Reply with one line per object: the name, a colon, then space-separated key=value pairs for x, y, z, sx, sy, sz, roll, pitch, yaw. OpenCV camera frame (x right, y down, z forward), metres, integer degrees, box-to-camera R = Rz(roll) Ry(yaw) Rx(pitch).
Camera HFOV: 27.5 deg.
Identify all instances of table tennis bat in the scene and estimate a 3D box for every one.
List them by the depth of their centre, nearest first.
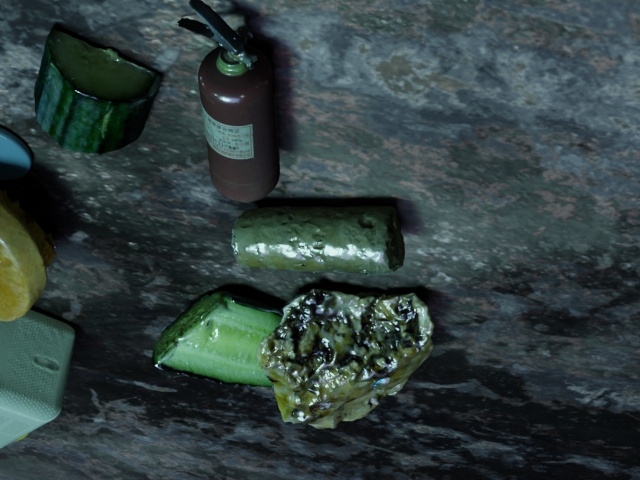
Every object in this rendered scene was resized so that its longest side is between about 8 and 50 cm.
table tennis bat: x=-0.385 y=-0.105 z=1.401 sx=0.155 sy=0.019 sz=0.100 roll=21 pitch=148 yaw=-19

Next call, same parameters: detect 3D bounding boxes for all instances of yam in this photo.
yam: x=0.000 y=0.000 z=1.399 sx=0.179 sy=0.078 sz=0.078 roll=0 pitch=147 yaw=18

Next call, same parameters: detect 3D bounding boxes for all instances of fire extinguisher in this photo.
fire extinguisher: x=-0.088 y=-0.132 z=1.223 sx=0.099 sy=0.071 sz=0.231 roll=32 pitch=154 yaw=20

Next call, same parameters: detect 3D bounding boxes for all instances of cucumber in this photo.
cucumber: x=-0.221 y=-0.136 z=1.260 sx=0.116 sy=0.062 sz=0.115 roll=19 pitch=152 yaw=-11
cucumber: x=-0.103 y=0.118 z=1.620 sx=0.193 sy=0.086 sz=0.115 roll=17 pitch=104 yaw=-17

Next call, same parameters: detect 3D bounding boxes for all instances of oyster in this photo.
oyster: x=0.033 y=0.153 z=1.579 sx=0.214 sy=0.083 sz=0.223 roll=-5 pitch=129 yaw=3

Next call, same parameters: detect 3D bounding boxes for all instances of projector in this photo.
projector: x=-0.470 y=0.163 z=1.728 sx=0.242 sy=0.163 sz=0.177 roll=25 pitch=145 yaw=-27

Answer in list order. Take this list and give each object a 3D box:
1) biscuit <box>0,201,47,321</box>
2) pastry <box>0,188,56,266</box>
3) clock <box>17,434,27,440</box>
biscuit: x=-0.466 y=-0.012 z=1.485 sx=0.343 sy=0.057 sz=0.287 roll=24 pitch=146 yaw=5
pastry: x=-0.359 y=-0.010 z=1.511 sx=0.080 sy=0.056 sz=0.140 roll=-1 pitch=148 yaw=34
clock: x=-0.583 y=0.275 z=1.992 sx=0.277 sy=0.071 sz=0.293 roll=9 pitch=158 yaw=-15
